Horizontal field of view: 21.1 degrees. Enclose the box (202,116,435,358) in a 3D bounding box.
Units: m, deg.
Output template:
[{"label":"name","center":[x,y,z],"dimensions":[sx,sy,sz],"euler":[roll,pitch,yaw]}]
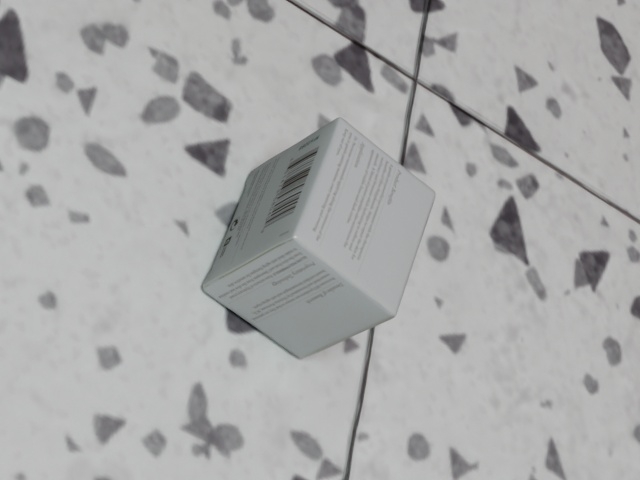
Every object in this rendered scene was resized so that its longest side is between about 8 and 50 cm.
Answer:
[{"label":"box","center":[0.000,0.000,1.064],"dimensions":[0.087,0.102,0.101],"euler":[36,52,-21]}]
